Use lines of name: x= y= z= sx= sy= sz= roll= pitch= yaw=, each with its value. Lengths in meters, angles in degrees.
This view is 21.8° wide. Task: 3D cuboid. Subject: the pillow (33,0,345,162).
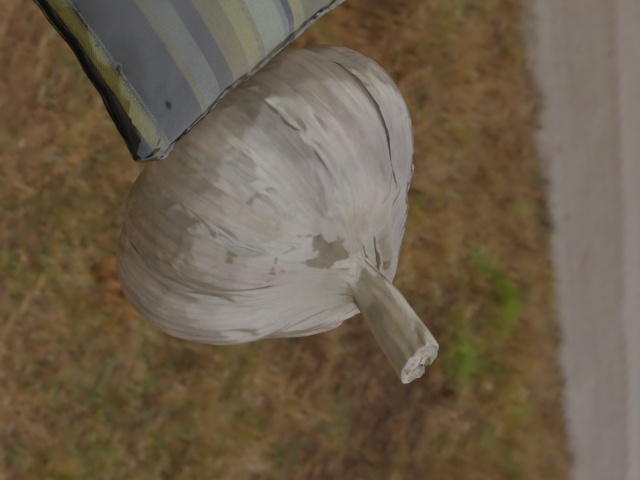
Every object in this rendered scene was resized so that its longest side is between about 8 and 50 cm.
pillow: x=-0.044 y=-0.165 z=0.536 sx=0.212 sy=0.208 sz=0.052 roll=-42 pitch=-169 yaw=-25

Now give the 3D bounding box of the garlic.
garlic: x=0.000 y=0.000 z=1.032 sx=0.218 sy=0.212 sz=0.218 roll=-42 pitch=160 yaw=-19
